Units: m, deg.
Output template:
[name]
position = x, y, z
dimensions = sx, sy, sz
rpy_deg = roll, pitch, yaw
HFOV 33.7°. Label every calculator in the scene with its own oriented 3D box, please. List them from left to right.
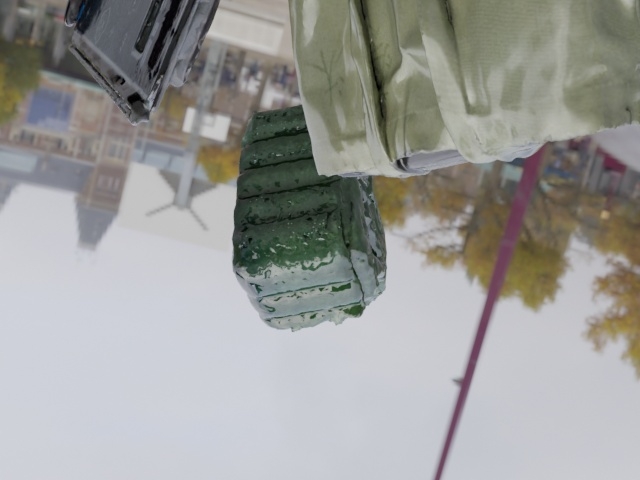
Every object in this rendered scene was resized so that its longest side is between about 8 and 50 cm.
[calculator]
position = -0.096, -0.166, 0.612
dimensions = 0.028, 0.165, 0.274
rpy_deg = 22, -171, -27

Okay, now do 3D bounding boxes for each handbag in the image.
[handbag]
position = 0.072, -0.168, 0.642
dimensions = 0.109, 0.253, 0.316
rpy_deg = -11, -175, -32

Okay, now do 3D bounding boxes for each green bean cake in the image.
[green bean cake]
position = 0.000, 0.000, 1.472
dimensions = 0.169, 0.300, 0.307
rpy_deg = -9, 140, 10
